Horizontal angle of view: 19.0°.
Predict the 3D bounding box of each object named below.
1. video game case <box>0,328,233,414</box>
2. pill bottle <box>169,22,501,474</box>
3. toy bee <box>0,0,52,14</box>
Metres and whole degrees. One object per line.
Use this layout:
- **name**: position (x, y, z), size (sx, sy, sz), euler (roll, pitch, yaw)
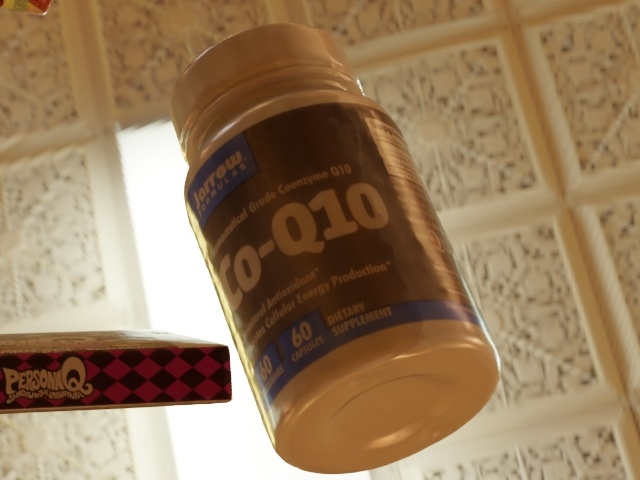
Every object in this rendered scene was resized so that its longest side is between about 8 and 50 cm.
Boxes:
- **video game case**: position (-0.192, 0.082, 1.216), size (0.232, 0.210, 0.042), euler (-1, -90, -16)
- **pill bottle**: position (0.000, 0.000, 0.630), size (0.078, 0.078, 0.137), euler (-22, -121, -1)
- **toy bee**: position (-0.312, -0.219, 1.470), size (0.298, 0.162, 0.195), euler (-24, -138, 49)
